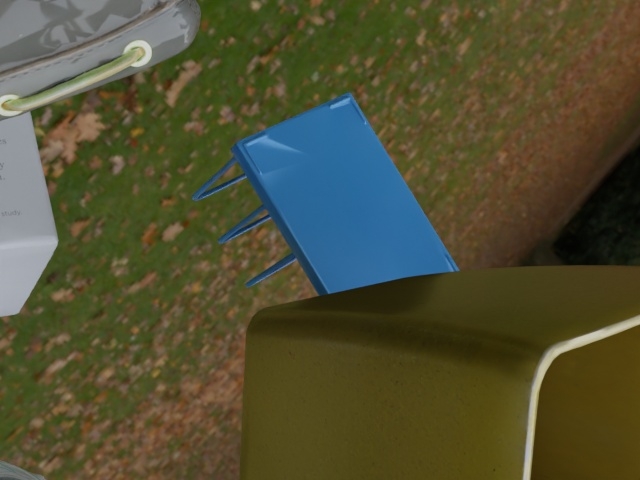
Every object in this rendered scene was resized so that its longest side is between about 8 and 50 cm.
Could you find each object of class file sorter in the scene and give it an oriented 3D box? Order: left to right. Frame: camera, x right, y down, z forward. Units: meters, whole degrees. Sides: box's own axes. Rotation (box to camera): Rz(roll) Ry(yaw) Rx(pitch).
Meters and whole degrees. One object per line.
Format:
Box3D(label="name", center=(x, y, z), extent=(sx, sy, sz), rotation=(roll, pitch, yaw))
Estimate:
Box3D(label="file sorter", center=(0.000, 0.000, 0.711), extent=(0.118, 0.170, 0.104), rotation=(-30, 178, -39))

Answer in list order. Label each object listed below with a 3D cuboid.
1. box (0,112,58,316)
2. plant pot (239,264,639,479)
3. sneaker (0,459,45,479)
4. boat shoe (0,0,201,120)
Box3D(label="box", center=(-0.332, -0.115, 0.636), extent=(0.215, 0.345, 0.168), rotation=(-8, 164, -29))
Box3D(label="plant pot", center=(0.073, 0.113, 0.479), extent=(0.212, 0.187, 0.212), rotation=(-9, 107, -46))
Box3D(label="sneaker", center=(-0.276, 0.182, 0.705), extent=(0.061, 0.152, 0.053), rotation=(-176, -77, -85))
Box3D(label="boat shoe", center=(-0.197, -0.071, 0.401), extent=(0.305, 0.091, 0.109), rotation=(-19, -144, 18))
